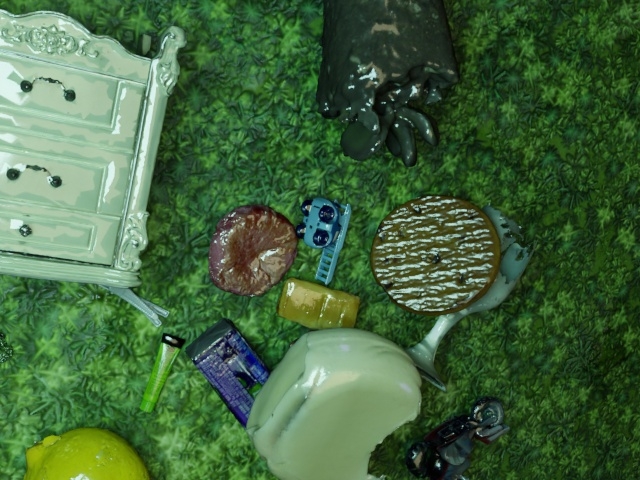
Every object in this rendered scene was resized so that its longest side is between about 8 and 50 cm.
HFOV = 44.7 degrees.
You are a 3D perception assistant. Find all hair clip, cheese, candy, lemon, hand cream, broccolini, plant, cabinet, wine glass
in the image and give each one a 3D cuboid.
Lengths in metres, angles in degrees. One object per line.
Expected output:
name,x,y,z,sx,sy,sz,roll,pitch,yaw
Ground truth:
hair clip,-0.273,0.088,1.144,0.115,0.039,0.030,41,89,-28
cheese,0.023,0.257,1.171,0.233,0.127,0.266,28,107,-26
candy,-0.096,0.264,1.249,0.088,0.061,0.312,-37,114,-11
lemon,-0.332,0.355,1.104,0.173,0.173,0.206,-44,105,-9
hand cream,-0.245,0.203,1.189,0.036,0.023,0.122,21,91,-15
broccolini,-0.466,0.108,1.070,0.035,0.030,0.140,-30,108,-24
plant,0.099,-0.247,1.146,0.188,0.199,0.276,-2,96,-20
cabinet,-0.349,-0.132,0.954,0.290,0.227,0.318,10,98,-25
wine glass,0.236,0.096,1.321,0.143,0.143,0.321,35,85,-26

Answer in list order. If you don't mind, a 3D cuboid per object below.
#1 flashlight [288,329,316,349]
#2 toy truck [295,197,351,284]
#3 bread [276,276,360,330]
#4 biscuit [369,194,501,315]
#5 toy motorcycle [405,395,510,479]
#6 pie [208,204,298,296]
flashlight,0.036,0.250,1.296,0.093,0.093,0.232,-44,120,-9
toy truck,0.000,0.000,1.236,0.074,0.063,0.136,8,102,-45
bread,-0.005,0.106,1.253,0.132,0.053,0.074,19,93,-16
biscuit,0.186,0.021,1.263,0.212,0.212,0.036,-51,160,-6
toy motorcycle,0.259,0.380,1.420,0.213,0.082,0.122,-31,111,-14
pie,-0.103,0.018,1.202,0.153,0.038,0.154,-6,106,-22
